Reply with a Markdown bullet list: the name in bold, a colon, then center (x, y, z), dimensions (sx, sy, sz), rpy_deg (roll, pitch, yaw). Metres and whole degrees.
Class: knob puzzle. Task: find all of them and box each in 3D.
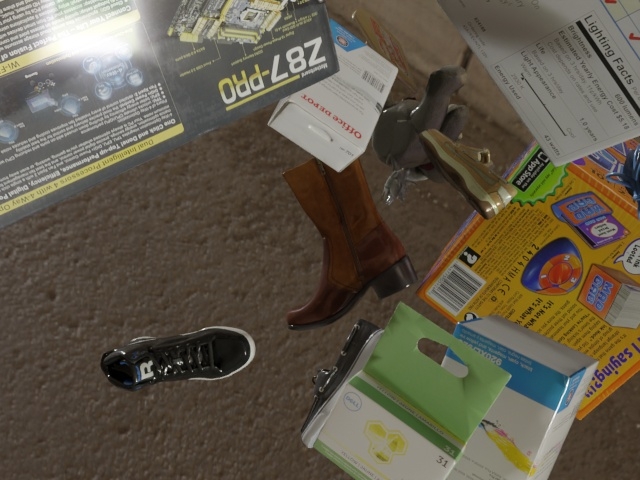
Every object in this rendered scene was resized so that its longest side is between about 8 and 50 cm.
- **knob puzzle**: center (0.122, -0.409, 1.488), dimensions (0.213, 0.030, 0.213), rpy_deg (41, 31, -30)

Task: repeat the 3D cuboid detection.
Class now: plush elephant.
- **plush elephant**: center (0.256, -0.236, 1.639), dimensions (0.272, 0.329, 0.255), rpy_deg (7, 2, 43)

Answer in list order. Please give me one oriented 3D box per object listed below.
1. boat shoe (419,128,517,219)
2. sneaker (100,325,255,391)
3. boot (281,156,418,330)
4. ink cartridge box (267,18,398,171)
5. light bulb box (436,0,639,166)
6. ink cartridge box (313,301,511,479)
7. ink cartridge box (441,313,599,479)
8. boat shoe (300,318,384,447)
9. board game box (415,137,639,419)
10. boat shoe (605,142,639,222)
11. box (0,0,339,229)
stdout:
- **boat shoe**: center (0.223, -0.113, 1.066), dimensions (0.072, 0.068, 0.190), rpy_deg (-37, 57, 3)
- **sneaker**: center (-0.210, 0.178, 1.012), dimensions (0.217, 0.079, 0.121), rpy_deg (-9, 4, 18)
- **boot**: center (0.000, 0.000, 1.263), dimensions (0.280, 0.264, 0.096), rpy_deg (62, 25, 0)
- **ink cartridge box**: center (0.022, -0.224, 1.094), dimensions (0.140, 0.082, 0.190), rpy_deg (33, 58, -15)
- **light bulb box**: center (0.385, -0.338, 0.897), dimensions (0.358, 0.361, 0.225), rpy_deg (50, 54, -14)
- **ink cartridge box**: center (0.111, 0.222, 0.910), dimensions (0.171, 0.235, 0.056), rpy_deg (33, 28, 18)
- **ink cartridge box**: center (0.256, 0.248, 1.010), dimensions (0.168, 0.232, 0.171), rpy_deg (25, 12, 30)
- **boat shoe**: center (0.027, 0.228, 1.156), dimensions (0.076, 0.228, 0.080), rpy_deg (36, 9, 27)
- **board game box**: center (0.455, 0.014, 1.271), dimensions (0.356, 0.356, 0.356), rpy_deg (38, 33, 7)
- **boat shoe**: center (0.350, -0.058, 0.707), dimensions (0.258, 0.089, 0.109), rpy_deg (-31, 97, -53)
- **box**: center (-0.198, -0.204, 0.537), dimensions (0.395, 0.318, 0.097), rpy_deg (-29, 36, -15)
